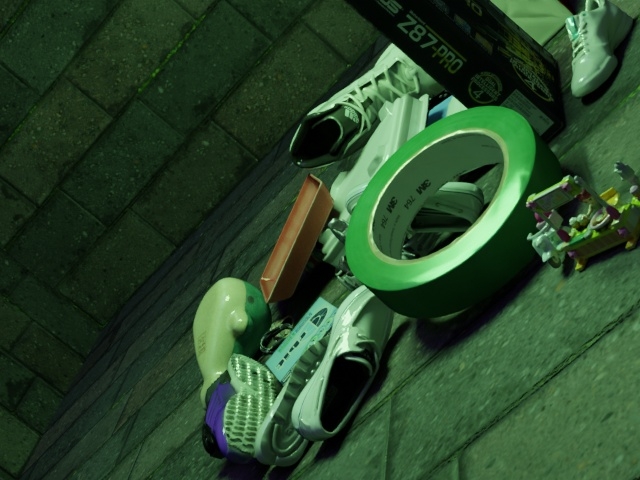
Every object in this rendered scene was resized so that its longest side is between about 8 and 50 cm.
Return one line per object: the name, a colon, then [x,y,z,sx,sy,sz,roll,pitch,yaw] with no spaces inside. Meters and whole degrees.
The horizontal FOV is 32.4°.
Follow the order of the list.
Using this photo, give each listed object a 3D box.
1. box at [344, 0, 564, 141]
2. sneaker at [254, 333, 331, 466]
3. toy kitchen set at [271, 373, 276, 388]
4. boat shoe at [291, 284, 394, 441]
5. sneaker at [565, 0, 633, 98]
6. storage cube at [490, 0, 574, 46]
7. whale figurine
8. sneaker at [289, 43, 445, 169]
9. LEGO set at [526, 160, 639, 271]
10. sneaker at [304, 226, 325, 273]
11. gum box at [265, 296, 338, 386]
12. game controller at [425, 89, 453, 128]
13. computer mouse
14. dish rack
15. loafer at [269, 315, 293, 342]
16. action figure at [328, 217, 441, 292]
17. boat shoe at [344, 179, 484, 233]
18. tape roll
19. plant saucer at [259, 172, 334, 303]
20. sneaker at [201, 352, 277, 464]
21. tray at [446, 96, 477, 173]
box: [0.219,-0.339,1.782,0.097,0.395,0.318,-46,12,24]
sneaker: [-0.026,0.236,1.671,0.235,0.090,0.095,-52,3,-18]
toy kitchen set: [-0.135,0.264,1.983,0.083,0.068,0.075,-49,13,5]
boat shoe: [0.051,0.175,1.589,0.084,0.095,0.258,-16,45,61]
sneaker: [0.413,-0.305,1.705,0.080,0.094,0.212,-34,20,47]
storage cube: [0.355,-0.453,2.136,0.215,0.184,0.193,-44,15,22]
whale figurine: [-0.174,0.211,2.208,0.216,0.141,0.272,-43,37,48]
sneaker: [0.123,-0.275,2.263,0.447,0.169,0.257,-36,9,19]
LEGO set: [0.338,-0.073,1.251,0.287,0.107,0.132,-42,15,32]
sneaker: [0.000,0.000,2.335,0.075,0.057,0.161,-38,21,32]
gum box: [-0.018,0.180,1.888,0.157,0.041,0.184,-50,12,-4]
game controller: [0.251,-0.235,2.122,0.166,0.067,0.319,-43,15,27]
computer mouse: [-0.134,0.238,2.039,0.242,0.041,0.071,-47,54,17]
dish rack: [0.092,-0.119,2.129,0.333,0.072,0.285,-57,13,38]
loafer: [-0.070,0.171,2.100,0.039,0.045,0.125,-42,10,5]
action figure: [0.103,0.009,1.852,0.185,0.099,0.285,-37,17,-2]
boat shoe: [0.141,-0.050,1.726,0.226,0.083,0.076,-4,45,22]
tape roll: [0.182,-0.043,1.548,0.321,0.077,0.321,-31,35,26]
plant saucer: [-0.045,-0.003,2.214,0.259,0.048,0.258,-128,62,-81]
sneaker: [-0.141,0.315,1.823,0.146,0.102,0.293,-58,11,15]
tray: [0.268,-0.207,1.932,0.145,0.030,0.270,-24,29,29]
